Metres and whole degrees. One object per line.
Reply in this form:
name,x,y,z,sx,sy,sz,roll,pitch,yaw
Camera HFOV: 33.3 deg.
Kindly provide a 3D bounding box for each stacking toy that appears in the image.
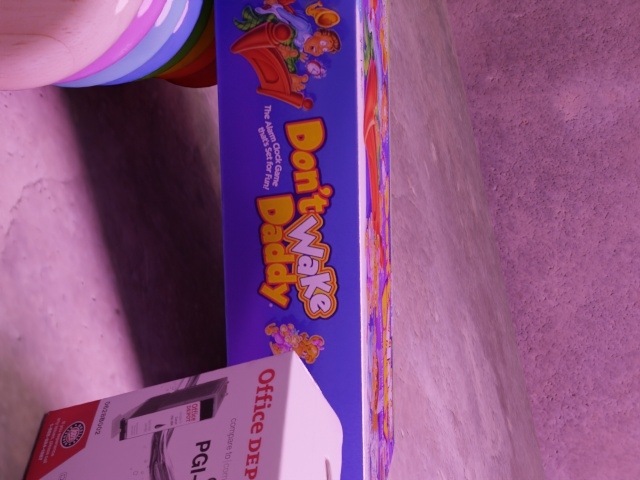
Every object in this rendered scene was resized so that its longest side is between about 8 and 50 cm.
stacking toy,-0.104,-0.144,0.610,0.330,0.141,0.141,-13,88,-77

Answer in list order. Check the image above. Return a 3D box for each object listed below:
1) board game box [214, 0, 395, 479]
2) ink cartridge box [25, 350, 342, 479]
board game box,0.000,0.000,0.687,0.233,0.078,0.347,-50,139,-78
ink cartridge box,-0.064,0.114,0.481,0.099,0.135,0.056,-86,154,-50
